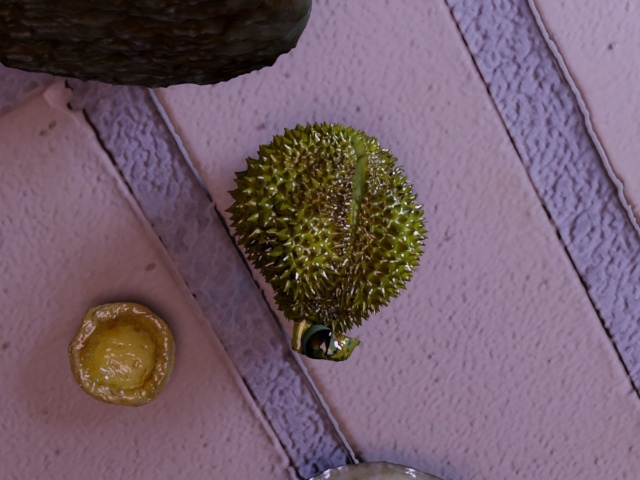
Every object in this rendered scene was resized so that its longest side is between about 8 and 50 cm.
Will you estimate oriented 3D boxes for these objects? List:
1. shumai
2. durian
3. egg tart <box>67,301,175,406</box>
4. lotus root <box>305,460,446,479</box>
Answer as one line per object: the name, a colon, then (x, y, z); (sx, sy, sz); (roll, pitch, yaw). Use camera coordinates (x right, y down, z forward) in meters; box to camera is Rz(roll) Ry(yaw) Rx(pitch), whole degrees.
shumai: (-0.186, -0.319, 0.993); (0.395, 0.395, 0.348); (1, 79, -1)
durian: (0.009, -0.009, 1.146); (0.159, 0.146, 0.198); (-27, 110, -10)
egg tart: (-0.179, 0.101, 1.221); (0.105, 0.039, 0.105); (0, 105, -1)
lotus root: (0.069, 0.361, 1.256); (0.210, 0.142, 0.314); (12, 114, 34)
